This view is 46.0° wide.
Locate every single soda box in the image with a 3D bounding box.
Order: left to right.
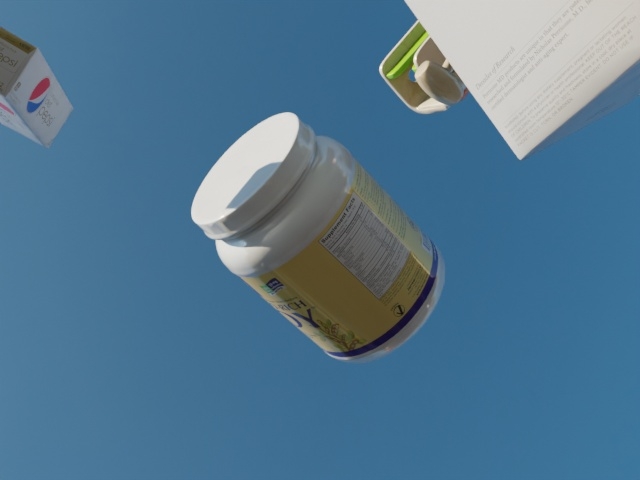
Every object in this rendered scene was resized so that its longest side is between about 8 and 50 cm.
[{"bbox_3d":[-0.366,-0.183,0.913,0.073,0.216,0.069,29,-101,-3],"label":"soda box"}]

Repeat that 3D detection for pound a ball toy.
[{"bbox_3d":[0.246,-0.320,1.221,0.136,0.208,0.319,44,-103,-21],"label":"pound a ball toy"}]

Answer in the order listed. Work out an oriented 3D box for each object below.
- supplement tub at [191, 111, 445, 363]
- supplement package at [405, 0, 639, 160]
[{"bbox_3d":[0.000,0.000,1.104,0.241,0.241,0.331,-47,-63,-1],"label":"supplement tub"},{"bbox_3d":[0.181,-0.251,0.620,0.177,0.175,0.293,-28,-101,-33],"label":"supplement package"}]
